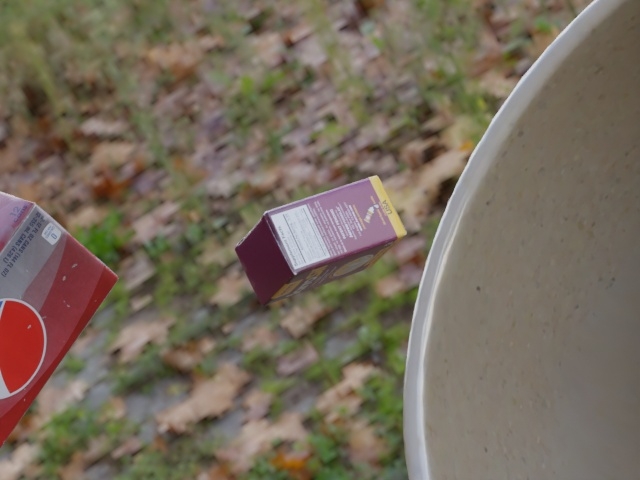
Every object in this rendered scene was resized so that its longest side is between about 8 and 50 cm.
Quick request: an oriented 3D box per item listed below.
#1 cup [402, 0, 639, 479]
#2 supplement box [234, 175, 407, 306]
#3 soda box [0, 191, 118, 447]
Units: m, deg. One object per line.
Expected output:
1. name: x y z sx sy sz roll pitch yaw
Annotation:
1. cup: 0.229 0.063 0.589 0.331 0.237 0.331 -19 55 29
2. supplement box: 0.000 0.000 1.011 0.083 0.043 0.055 -19 -13 -29
3. soda box: -0.248 0.097 1.077 0.083 0.092 0.263 17 67 47
